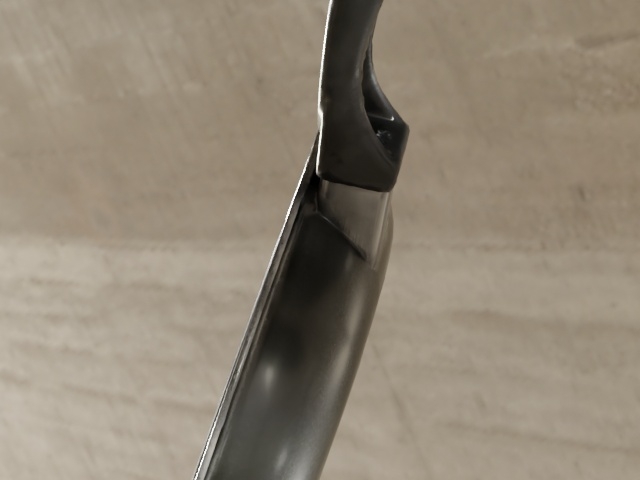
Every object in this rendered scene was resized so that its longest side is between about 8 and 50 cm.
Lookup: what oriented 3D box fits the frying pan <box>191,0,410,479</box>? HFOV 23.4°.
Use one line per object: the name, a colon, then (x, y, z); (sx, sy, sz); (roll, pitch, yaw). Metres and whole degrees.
frying pan: (0.002, -0.007, 0.520); (0.053, 0.326, 0.197); (20, -161, -2)
